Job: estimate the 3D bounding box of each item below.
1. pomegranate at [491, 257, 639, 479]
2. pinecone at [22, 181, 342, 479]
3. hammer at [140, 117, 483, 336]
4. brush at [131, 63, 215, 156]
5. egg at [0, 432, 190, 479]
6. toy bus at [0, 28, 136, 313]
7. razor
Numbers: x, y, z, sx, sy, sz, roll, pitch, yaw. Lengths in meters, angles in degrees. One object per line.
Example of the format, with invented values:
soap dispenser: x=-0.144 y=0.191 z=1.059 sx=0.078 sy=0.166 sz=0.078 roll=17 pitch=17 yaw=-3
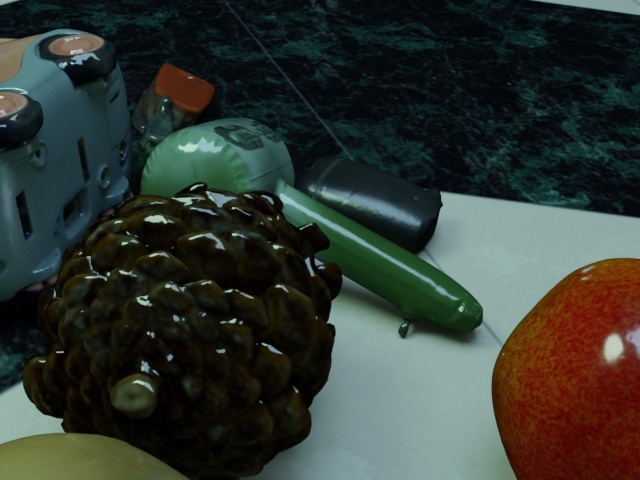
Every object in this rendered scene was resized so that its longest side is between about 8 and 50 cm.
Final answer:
pomegranate: x=0.233 y=0.118 z=0.834 sx=0.220 sy=0.221 sz=0.257 roll=4 pitch=11 yaw=-7
pinecone: x=-0.095 y=0.065 z=0.834 sx=0.224 sy=0.224 sz=0.272 roll=12 pitch=23 yaw=4
hammer: x=0.000 y=0.000 z=1.035 sx=0.335 sy=0.119 sz=0.206 roll=30 pitch=16 yaw=4
brush: x=-0.156 y=-0.144 z=1.184 sx=0.070 sy=0.051 sz=0.323 roll=31 pitch=17 yaw=-13
egg: x=-0.144 y=0.212 z=0.629 sx=0.201 sy=0.201 sz=0.244 roll=-20 pitch=32 yaw=-35
toy bus: x=-0.308 y=-0.072 z=1.019 sx=0.232 sy=0.194 sz=0.288 roll=5 pitch=34 yaw=17
razor: x=0.051 y=-0.039 z=1.144 sx=0.148 sy=0.054 sz=0.090 roll=20 pitch=40 yaw=16
